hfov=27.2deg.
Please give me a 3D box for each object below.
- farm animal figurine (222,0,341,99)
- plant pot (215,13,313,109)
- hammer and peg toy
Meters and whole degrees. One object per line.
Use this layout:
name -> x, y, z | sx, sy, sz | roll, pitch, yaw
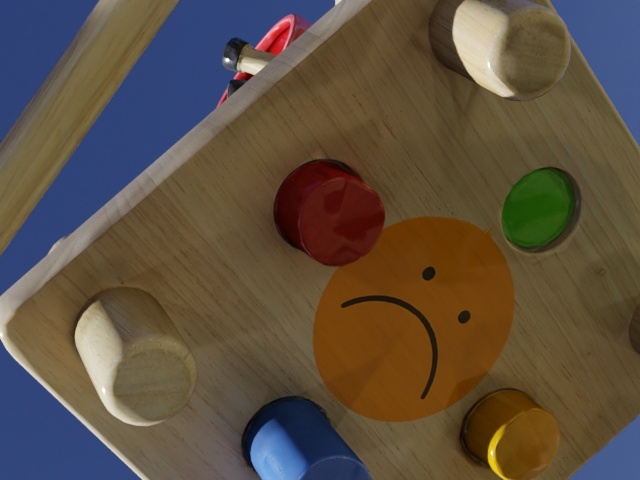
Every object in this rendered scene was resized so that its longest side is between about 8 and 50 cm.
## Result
farm animal figurine -> 0.013, 0.025, 0.769 | 0.327, 0.172, 0.330 | -56, -28, -44
plant pot -> -0.012, -0.125, 1.446 | 0.174, 0.191, 0.191 | 31, -107, -15
hammer and peg toy -> 0.000, 0.000, 0.544 | 0.266, 0.127, 0.361 | -42, -60, -3
